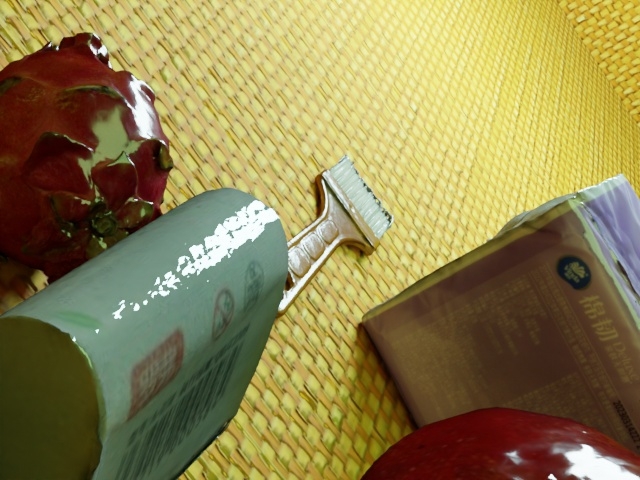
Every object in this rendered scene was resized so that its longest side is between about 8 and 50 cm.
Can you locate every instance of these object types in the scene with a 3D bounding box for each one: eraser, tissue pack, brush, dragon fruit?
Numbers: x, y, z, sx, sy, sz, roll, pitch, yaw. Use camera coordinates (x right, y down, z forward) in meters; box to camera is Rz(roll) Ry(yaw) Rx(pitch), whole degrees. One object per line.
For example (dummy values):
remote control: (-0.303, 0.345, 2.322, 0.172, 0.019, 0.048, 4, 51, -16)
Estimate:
eraser: (-0.102, 0.079, 0.635, 0.081, 0.174, 0.227, 27, 23, 9)
tissue pack: (0.220, 0.142, 1.060, 0.160, 0.242, 0.338, -20, 81, -54)
brush: (0.000, 0.000, 1.092, 0.090, 0.017, 0.314, 54, 25, -5)
dragon fruit: (-0.152, -0.049, 0.730, 0.136, 0.133, 0.166, 96, -11, -58)

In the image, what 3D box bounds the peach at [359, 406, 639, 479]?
peach: (0.118, 0.248, 0.701, 0.308, 0.307, 0.332, 37, 35, -41)
